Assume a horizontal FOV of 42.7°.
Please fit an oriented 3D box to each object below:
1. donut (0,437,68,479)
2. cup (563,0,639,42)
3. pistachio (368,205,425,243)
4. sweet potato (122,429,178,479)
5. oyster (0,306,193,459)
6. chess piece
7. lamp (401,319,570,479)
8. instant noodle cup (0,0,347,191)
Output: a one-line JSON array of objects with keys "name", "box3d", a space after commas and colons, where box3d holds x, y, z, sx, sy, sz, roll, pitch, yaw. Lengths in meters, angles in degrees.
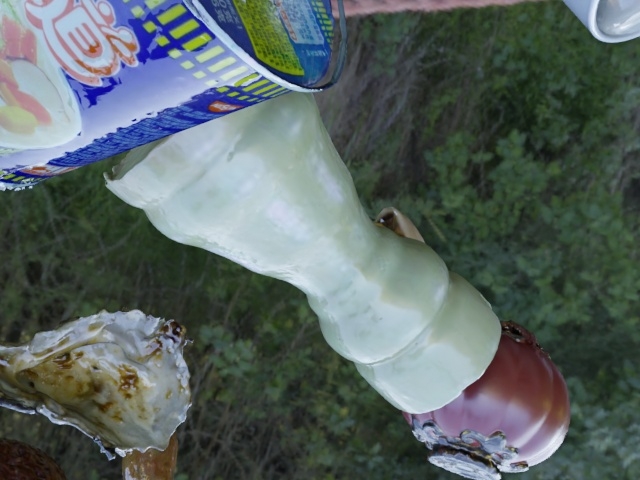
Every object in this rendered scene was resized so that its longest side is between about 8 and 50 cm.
[{"name": "donut", "box3d": [-0.228, 0.188, 0.511, 0.126, 0.186, 0.144, 54, 150, 26]}, {"name": "cup", "box3d": [0.260, -0.384, 0.817, 0.317, 0.212, 0.212, 57, -170, 23]}, {"name": "pistachio", "box3d": [0.107, 0.056, 1.328, 0.157, 0.230, 0.157, -10, -156, 5]}, {"name": "sweet potato", "box3d": [-0.254, 0.296, 1.205, 0.097, 0.292, 0.097, -3, 139, -2]}, {"name": "oyster", "box3d": [-0.327, 0.187, 1.053, 0.337, 0.198, 0.133, 6, 157, -35]}, {"name": "chess piece", "box3d": [0.000, 0.000, 0.919, 0.442, 0.234, 0.234, 43, 164, -19]}, {"name": "lamp", "box3d": [0.214, 0.202, 1.076, 0.226, 0.227, 0.227, 17, 173, 2]}, {"name": "instant noodle cup", "box3d": [-0.180, -0.184, 0.657, 0.312, 0.284, 0.284, -22, 152, 28]}]
